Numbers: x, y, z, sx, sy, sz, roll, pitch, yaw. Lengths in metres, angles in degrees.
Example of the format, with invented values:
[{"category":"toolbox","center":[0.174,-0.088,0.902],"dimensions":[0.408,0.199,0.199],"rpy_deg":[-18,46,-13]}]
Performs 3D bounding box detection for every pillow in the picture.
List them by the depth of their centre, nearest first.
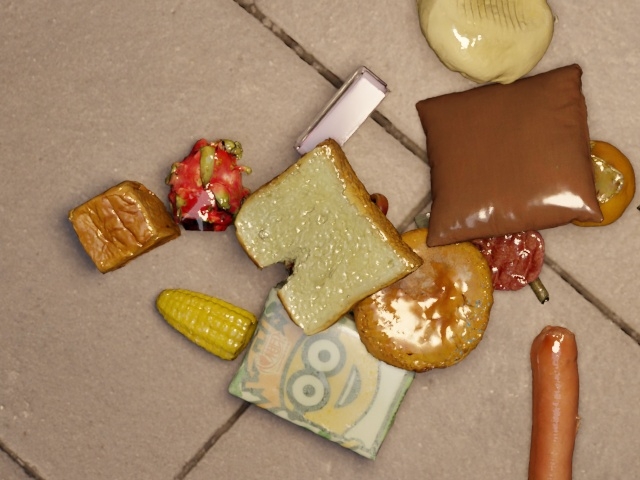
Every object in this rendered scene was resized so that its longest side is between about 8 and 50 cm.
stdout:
[{"category":"pillow","center":[0.322,-0.142,1.754],"dimensions":[0.305,0.108,0.308],"rpy_deg":[-11,64,20]}]

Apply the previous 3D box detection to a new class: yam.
[{"category":"yam","center":[0.390,0.059,1.860],"dimensions":[0.033,0.027,0.129],"rpy_deg":[-32,92,11]}]

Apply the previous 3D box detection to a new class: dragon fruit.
[{"category":"dragon fruit","center":[-0.204,-0.104,1.860],"dimensions":[0.166,0.160,0.172],"rpy_deg":[6,94,49]}]

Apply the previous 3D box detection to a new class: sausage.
[{"category":"sausage","center":[0.426,0.363,1.855],"dimensions":[0.094,0.094,0.419],"rpy_deg":[1,96,-7]}]

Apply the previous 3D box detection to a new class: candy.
[{"category":"candy","center":[-0.224,0.150,1.920],"dimensions":[0.199,0.094,0.106],"rpy_deg":[26,100,11]}]

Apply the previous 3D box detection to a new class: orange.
[{"category":"orange","center":[0.483,-0.101,1.780],"dimensions":[0.156,0.134,0.157],"rpy_deg":[0,88,-6]}]

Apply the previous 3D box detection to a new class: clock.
[{"category":"clock","center":[0.041,-0.223,1.818],"dimensions":[0.073,0.144,0.193],"rpy_deg":[41,99,-3]}]

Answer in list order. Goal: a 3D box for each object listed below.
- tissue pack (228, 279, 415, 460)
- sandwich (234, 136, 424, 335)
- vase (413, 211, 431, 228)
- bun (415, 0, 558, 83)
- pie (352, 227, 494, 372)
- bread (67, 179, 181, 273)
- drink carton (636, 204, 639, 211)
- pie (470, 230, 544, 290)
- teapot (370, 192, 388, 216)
[{"category":"tissue pack","center":[0.014,0.239,1.879],"dimensions":[0.311,0.128,0.228],"rpy_deg":[25,99,6]},{"category":"sandwich","center":[-0.001,0.000,1.723],"dimensions":[0.249,0.095,0.273],"rpy_deg":[-37,85,18]},{"category":"vase","center":[0.226,0.051,1.857],"dimensions":[0.086,0.086,0.214],"rpy_deg":[-15,89,9]},{"category":"bun","center":[0.276,-0.382,1.755],"dimensions":[0.259,0.160,0.259],"rpy_deg":[7,63,-15]},{"category":"pie","center":[0.186,0.105,1.781],"dimensions":[0.273,0.069,0.273],"rpy_deg":[0,89,-1]},{"category":"bread","center":[-0.368,-0.030,1.888],"dimensions":[0.143,0.158,0.149],"rpy_deg":[-31,95,8]},{"category":"drink carton","center":[0.651,-0.094,1.795],"dimensions":[0.071,0.056,0.166],"rpy_deg":[46,100,9]},{"category":"pie","center":[0.337,0.023,1.838],"dimensions":[0.153,0.038,0.153],"rpy_deg":[6,104,25]},{"category":"teapot","center":[0.042,0.007,1.847],"dimensions":[0.178,0.135,0.252],"rpy_deg":[23,118,-28]}]
